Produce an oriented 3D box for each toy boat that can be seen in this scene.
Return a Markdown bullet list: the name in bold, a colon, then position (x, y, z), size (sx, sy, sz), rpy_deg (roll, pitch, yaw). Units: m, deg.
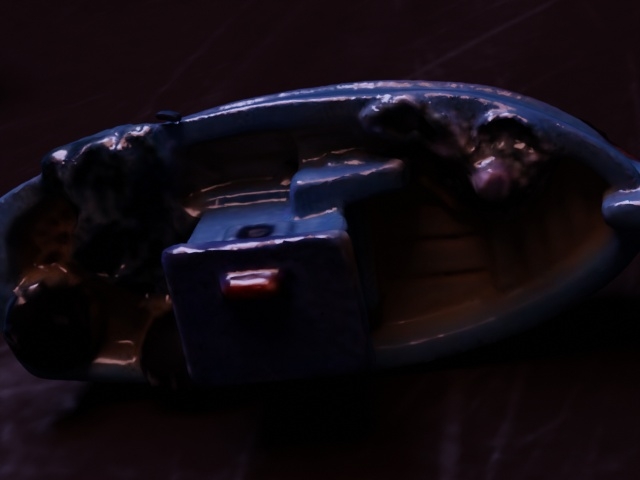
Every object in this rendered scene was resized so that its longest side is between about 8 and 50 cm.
- **toy boat**: position (0.000, 0.000, 0.619), size (0.223, 0.100, 0.097), rpy_deg (-8, 20, 12)
